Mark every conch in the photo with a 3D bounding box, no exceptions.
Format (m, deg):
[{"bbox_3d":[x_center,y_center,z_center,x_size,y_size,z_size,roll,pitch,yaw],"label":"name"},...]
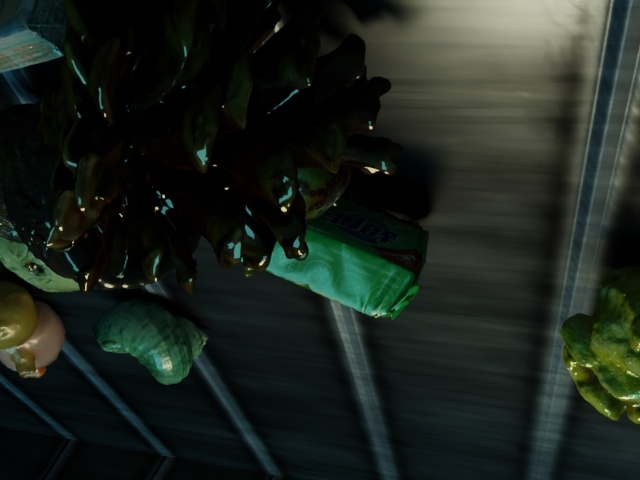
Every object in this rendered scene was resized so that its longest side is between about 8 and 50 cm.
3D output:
[{"bbox_3d":[-0.319,0.192,2.189,0.202,0.134,0.196,29,-165,-40],"label":"conch"}]

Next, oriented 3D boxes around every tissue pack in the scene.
[{"bbox_3d":[-0.320,-0.249,1.212,0.155,0.115,0.065,-5,149,44],"label":"tissue pack"}]

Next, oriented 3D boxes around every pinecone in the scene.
[{"bbox_3d":[-0.095,-0.109,1.109,0.384,0.384,0.384,14,157,6],"label":"pinecone"}]

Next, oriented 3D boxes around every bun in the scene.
[{"bbox_3d":[-0.465,0.022,1.923,0.221,0.108,0.221,14,157,6],"label":"bun"}]

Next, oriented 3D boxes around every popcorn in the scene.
[{"bbox_3d":[0.447,0.124,1.424,0.242,0.235,0.250,-22,147,-15],"label":"popcorn"}]

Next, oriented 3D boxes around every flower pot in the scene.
[{"bbox_3d":[-0.308,-0.079,1.432,0.267,0.266,0.266,7,157,48],"label":"flower pot"}]

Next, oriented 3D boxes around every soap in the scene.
[{"bbox_3d":[-0.001,0.002,1.465,0.273,0.218,0.098,22,116,-1],"label":"soap"}]

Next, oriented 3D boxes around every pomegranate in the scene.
[{"bbox_3d":[-0.038,-0.105,1.343,0.148,0.148,0.169,-14,105,50],"label":"pomegranate"}]

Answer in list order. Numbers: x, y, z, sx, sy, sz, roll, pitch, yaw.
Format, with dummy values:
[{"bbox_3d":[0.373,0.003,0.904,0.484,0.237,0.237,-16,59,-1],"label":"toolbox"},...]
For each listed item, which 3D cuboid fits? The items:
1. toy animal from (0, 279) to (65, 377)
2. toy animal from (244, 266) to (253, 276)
[{"bbox_3d":[-0.646,0.179,2.345,0.169,0.195,0.281,-29,150,4],"label":"toy animal"},{"bbox_3d":[-0.053,-0.016,1.633,0.136,0.073,0.181,2,142,13],"label":"toy animal"}]
